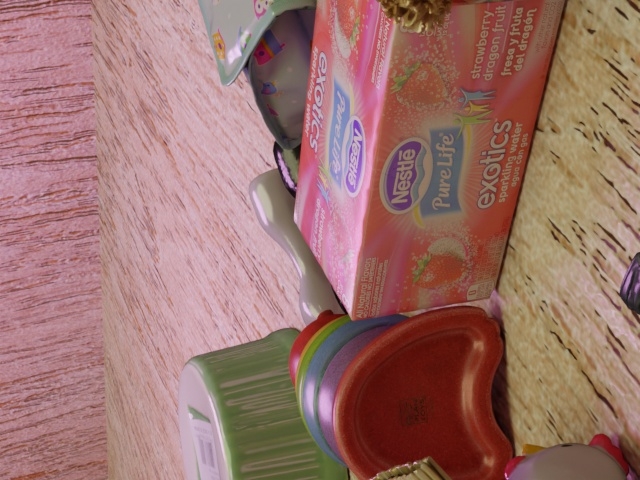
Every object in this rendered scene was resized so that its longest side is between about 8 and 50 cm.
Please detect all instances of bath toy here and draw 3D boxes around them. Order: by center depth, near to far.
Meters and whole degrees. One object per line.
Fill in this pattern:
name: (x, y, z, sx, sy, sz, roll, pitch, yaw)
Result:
bath toy: (0.158, 0.261, 1.001, 0.151, 0.129, 0.348, 28, 144, 9)

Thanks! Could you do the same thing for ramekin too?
ramekin: (-0.086, 0.276, 1.637, 0.303, 0.148, 0.303, 172, 90, -71)

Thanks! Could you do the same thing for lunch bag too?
lunch bag: (-0.037, -0.240, 1.155, 0.262, 0.160, 0.223, 50, -159, -68)

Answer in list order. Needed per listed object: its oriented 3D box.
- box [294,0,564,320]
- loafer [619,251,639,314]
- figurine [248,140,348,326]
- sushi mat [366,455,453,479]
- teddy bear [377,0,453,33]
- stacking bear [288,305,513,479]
box: (0.079, -0.098, 1.027, 0.154, 0.142, 0.300, -120, 29, -45)
loafer: (0.239, -0.002, 0.756, 0.061, 0.062, 0.170, 52, 154, 33)
figurine: (0.000, 0.000, 1.388, 0.215, 0.092, 0.209, 131, 124, -66)
sushi mat: (0.147, 0.289, 0.905, 0.316, 0.019, 0.151, 46, 148, 1)
teddy bear: (0.112, -0.261, 0.827, 0.338, 0.113, 0.245, -20, 61, 46)
stacking bear: (0.050, 0.138, 1.205, 0.289, 0.164, 0.175, -163, 66, -74)
